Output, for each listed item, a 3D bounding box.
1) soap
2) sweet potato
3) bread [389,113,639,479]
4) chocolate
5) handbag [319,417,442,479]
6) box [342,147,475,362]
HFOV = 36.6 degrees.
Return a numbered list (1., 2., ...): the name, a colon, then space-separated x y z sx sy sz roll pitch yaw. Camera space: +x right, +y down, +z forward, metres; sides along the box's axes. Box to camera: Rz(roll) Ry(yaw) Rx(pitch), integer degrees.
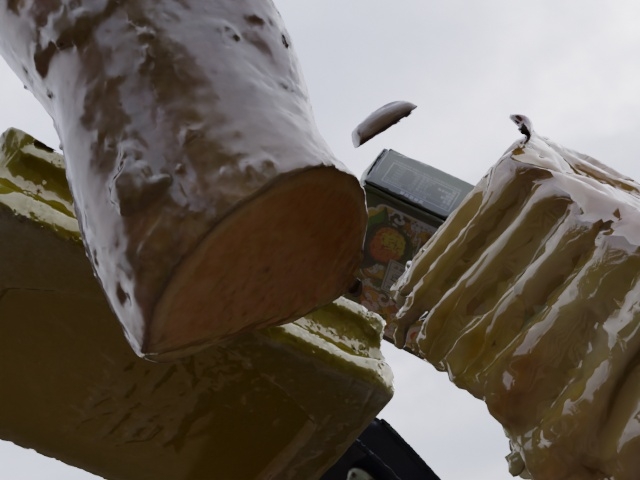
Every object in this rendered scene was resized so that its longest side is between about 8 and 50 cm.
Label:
1. soap: -0.124 0.081 0.687 0.314 0.091 0.199 29 -65 -23
2. sweet potato: -0.093 -0.105 0.472 0.131 0.337 0.131 -23 -25 -12
3. bread: 0.167 0.060 0.486 0.274 0.274 0.149 15 -67 -35
4. chocolate: 0.082 -0.163 1.308 0.100 0.031 0.064 -33 3 -6
5. handbag: 0.070 0.500 1.595 0.329 0.303 0.122 -51 -14 21
6. box: 0.242 0.068 1.867 0.420 0.138 0.373 27 -44 12
